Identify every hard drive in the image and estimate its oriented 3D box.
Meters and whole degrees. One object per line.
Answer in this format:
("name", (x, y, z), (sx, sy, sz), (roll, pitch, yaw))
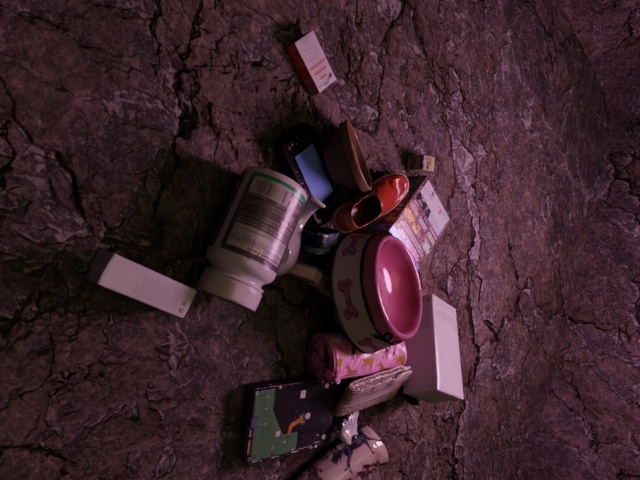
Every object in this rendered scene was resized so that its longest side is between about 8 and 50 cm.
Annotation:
("hard drive", (-0.098, 0.566, 1.529), (0.338, 0.064, 0.237), (5, 90, -41))

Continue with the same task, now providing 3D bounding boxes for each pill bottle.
("pill bottle", (-0.190, -0.003, 1.307), (0.204, 0.204, 0.362), (32, 74, -37))

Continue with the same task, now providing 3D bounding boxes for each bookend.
("bookend", (0.205, -0.166, 1.714), (0.156, 0.072, 0.158), (8, 89, -41))

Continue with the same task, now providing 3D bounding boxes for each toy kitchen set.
("toy kitchen set", (-0.003, 0.076, 1.555), (0.166, 0.122, 0.207), (-66, 148, -15))

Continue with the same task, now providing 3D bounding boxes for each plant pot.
("plant pot", (0.080, -0.262, 1.545), (0.237, 0.109, 0.238), (-18, 90, -75))

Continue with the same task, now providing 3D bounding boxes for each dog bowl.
("dog bowl", (0.201, 0.161, 1.557), (0.407, 0.150, 0.409), (26, 58, -49))

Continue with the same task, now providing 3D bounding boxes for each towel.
("towel", (0.185, 0.528, 1.653), (0.282, 0.049, 0.187), (-7, 137, -32))

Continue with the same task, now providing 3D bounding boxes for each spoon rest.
("spoon rest", (-0.093, -0.014, 1.452), (0.137, 0.084, 0.276), (39, 86, -11))

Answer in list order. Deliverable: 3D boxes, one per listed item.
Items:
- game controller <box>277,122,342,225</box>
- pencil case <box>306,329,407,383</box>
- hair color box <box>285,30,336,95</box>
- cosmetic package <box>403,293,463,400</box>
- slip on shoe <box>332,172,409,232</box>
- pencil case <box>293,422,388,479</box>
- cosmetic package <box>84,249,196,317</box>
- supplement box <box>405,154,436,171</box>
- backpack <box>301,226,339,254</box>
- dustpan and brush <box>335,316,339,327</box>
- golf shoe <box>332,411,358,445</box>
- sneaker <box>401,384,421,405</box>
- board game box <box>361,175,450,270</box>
("game controller", (-0.027, -0.209, 1.517), (0.166, 0.067, 0.319), (-40, 118, -31))
("pencil case", (0.136, 0.398, 1.651), (0.385, 0.160, 0.167), (6, 95, -41))
("hair color box", (-0.029, -0.559, 1.492), (0.093, 0.053, 0.167), (-47, 120, -29))
("cosmetic package", (0.427, 0.417, 1.817), (0.196, 0.155, 0.366), (33, 50, -38))
("slip on shoe", (0.188, -0.127, 1.591), (0.331, 0.101, 0.123), (-32, 107, -27))
("pencil case", (0.061, 0.809, 1.625), (0.410, 0.159, 0.184), (-26, 120, -35))
("cosmetic package", (-0.440, 0.107, 1.164), (0.231, 0.117, 0.086), (35, 71, -38))
("supplement box", (0.393, -0.300, 1.853), (0.083, 0.083, 0.056), (3, 91, -39))
("backpack", (0.000, 0.000, 1.536), (0.114, 0.104, 0.084), (-10, 109, -47))
("dustpan and brush", (0.114, 0.200, 1.689), (0.147, 0.060, 0.212), (9, 95, -42))
("golf shoe", (0.101, 0.658, 1.665), (0.086, 0.069, 0.176), (59, 24, 8))
("sneaker", (0.369, 0.514, 1.910), (0.145, 0.090, 0.270), (-35, 111, -43))
("board game box", (0.327, -0.063, 1.781), (0.291, 0.141, 0.232), (-51, 123, -25))
